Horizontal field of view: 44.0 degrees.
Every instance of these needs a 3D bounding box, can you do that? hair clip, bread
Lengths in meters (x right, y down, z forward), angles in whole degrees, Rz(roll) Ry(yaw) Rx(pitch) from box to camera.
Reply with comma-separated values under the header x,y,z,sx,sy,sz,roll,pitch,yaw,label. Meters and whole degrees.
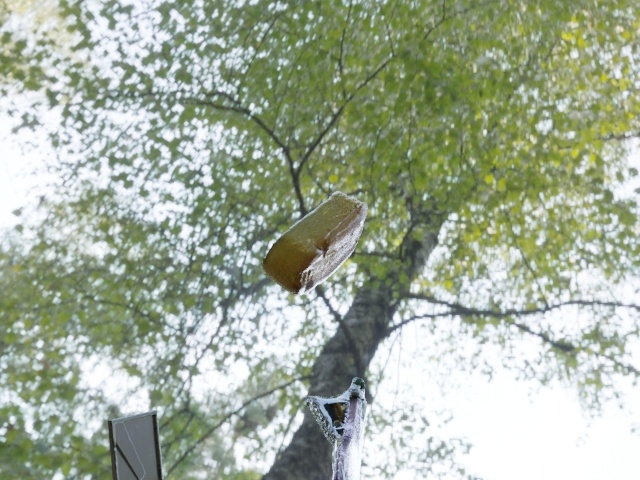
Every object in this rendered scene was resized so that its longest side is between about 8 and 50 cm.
x,y,z,sx,sy,sz,roll,pitch,yaw,label
0.027,0.289,1.032,0.095,0.359,0.110,33,-78,-10,hair clip
0.000,0.000,1.329,0.094,0.245,0.102,33,-51,13,bread

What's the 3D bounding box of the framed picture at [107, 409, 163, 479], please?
x,y,z,sx,sy,sz,roll,pitch,yaw,label
-0.261,0.324,1.133,0.011,0.109,0.149,-10,-98,21,framed picture
